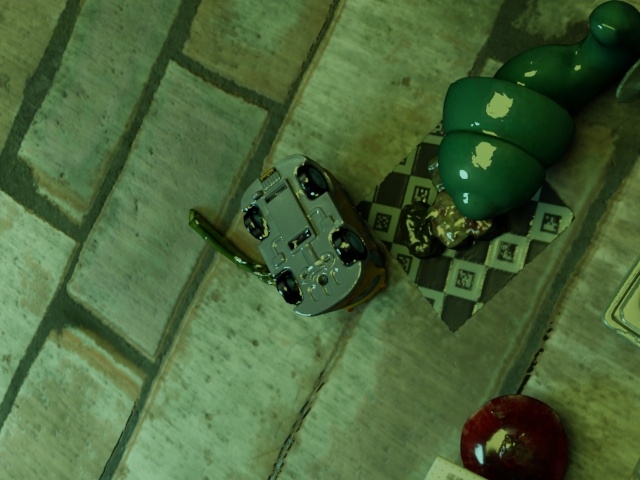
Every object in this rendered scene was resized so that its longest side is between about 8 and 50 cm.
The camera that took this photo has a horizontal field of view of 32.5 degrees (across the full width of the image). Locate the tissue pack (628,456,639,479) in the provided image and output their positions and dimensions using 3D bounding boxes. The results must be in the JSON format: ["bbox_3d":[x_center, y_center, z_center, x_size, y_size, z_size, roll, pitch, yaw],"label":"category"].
[{"bbox_3d":[0.387,0.268,1.242,0.063,0.035,0.083,28,96,32],"label":"tissue pack"}]

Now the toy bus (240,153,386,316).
[{"bbox_3d":[0.000,0.000,1.459,0.126,0.136,0.209,-37,66,21],"label":"toy bus"}]

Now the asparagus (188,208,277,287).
[{"bbox_3d":[-0.123,0.016,1.596,0.236,0.027,0.034,34,111,31],"label":"asparagus"}]

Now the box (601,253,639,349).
[{"bbox_3d":[0.391,0.067,1.255,0.089,0.062,0.122,37,101,30],"label":"box"}]

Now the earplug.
[{"bbox_3d":[0.255,-0.145,1.291,0.257,0.164,0.280,18,81,54],"label":"earplug"}]

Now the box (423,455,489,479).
[{"bbox_3d":[0.268,0.363,1.172,0.330,0.210,0.095,24,75,27],"label":"box"}]

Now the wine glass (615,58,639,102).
[{"bbox_3d":[0.446,-0.116,1.229,0.103,0.103,0.231,-46,67,17],"label":"wine glass"}]

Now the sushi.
[{"bbox_3d":[0.170,-0.040,1.415,0.219,0.047,0.231,-46,63,18],"label":"sushi"}]

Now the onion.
[{"bbox_3d":[0.228,0.243,1.291,0.131,0.131,0.131,-5,80,31],"label":"onion"}]
